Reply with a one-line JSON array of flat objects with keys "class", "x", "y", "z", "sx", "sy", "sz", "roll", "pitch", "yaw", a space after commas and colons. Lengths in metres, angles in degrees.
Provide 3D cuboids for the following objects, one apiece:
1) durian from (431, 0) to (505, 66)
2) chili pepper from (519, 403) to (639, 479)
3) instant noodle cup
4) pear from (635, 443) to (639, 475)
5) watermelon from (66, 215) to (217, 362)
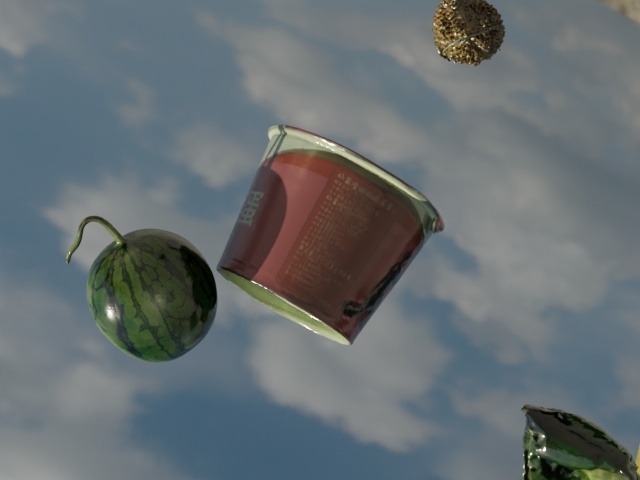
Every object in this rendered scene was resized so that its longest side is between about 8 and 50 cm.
[{"class": "durian", "x": 0.161, "y": -0.234, "z": 1.346, "sx": 0.080, "sy": 0.091, "sz": 0.080, "roll": -9, "pitch": -178, "yaw": 0}, {"class": "chili pepper", "x": 0.272, "y": 0.312, "z": 1.393, "sx": 0.148, "sy": 0.265, "sz": 0.116, "roll": 24, "pitch": -156, "yaw": 25}, {"class": "instant noodle cup", "x": 0.000, "y": 0.000, "z": 1.410, "sx": 0.234, "sy": 0.178, "sz": 0.235, "roll": 29, "pitch": 170, "yaw": 5}, {"class": "pear", "x": 0.625, "y": 0.307, "z": 1.780, "sx": 0.340, "sy": 0.191, "sz": 0.386, "roll": -13, "pitch": -163, "yaw": -14}, {"class": "watermelon", "x": -0.194, "y": 0.045, "z": 1.348, "sx": 0.187, "sy": 0.140, "sz": 0.141, "roll": 60, "pitch": -174, "yaw": -28}]
